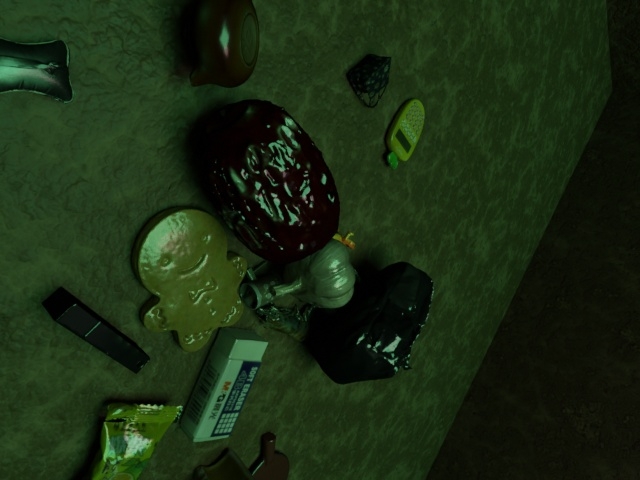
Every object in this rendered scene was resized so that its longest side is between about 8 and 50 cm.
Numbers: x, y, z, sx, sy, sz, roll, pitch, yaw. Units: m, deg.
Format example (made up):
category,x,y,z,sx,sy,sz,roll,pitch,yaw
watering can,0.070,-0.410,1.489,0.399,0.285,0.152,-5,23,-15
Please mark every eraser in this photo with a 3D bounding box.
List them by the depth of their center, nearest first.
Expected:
category,x,y,z,sx,sy,sz,roll,pitch,yaw
eraser,-0.247,0.370,1.156,0.124,0.081,0.278,22,91,-50

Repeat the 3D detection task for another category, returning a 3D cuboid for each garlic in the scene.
category,x,y,z,sx,sy,sz,roll,pitch,yaw
garlic,-0.035,0.096,1.122,0.212,0.219,0.218,-29,127,-32

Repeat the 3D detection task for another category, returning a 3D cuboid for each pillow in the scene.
category,x,y,z,sx,sy,sz,roll,pitch,yaw
pillow,-0.445,-0.259,0.671,0.136,0.055,0.091,-12,135,-42

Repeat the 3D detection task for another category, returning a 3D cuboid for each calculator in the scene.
category,x,y,z,sx,sy,sz,roll,pitch,yaw
calculator,0.266,-0.337,1.418,0.146,0.032,0.234,37,78,-49

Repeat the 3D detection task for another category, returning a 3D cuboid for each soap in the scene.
category,x,y,z,sx,sy,sz,roll,pitch,yaw
soap,-0.205,0.792,1.197,0.156,0.335,0.293,-22,119,-31

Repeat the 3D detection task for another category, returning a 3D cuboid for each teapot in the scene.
category,x,y,z,sx,sy,sz,roll,pitch,yaw
teapot,-0.189,-0.401,0.837,0.178,0.135,0.252,80,19,-78

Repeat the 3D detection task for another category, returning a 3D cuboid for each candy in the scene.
category,x,y,z,sx,sy,sz,roll,pitch,yaw
candy,-0.448,0.501,1.000,0.187,0.081,0.297,26,88,-48

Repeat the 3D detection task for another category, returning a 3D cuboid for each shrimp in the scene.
category,x,y,z,sx,sy,sz,roll,pitch,yaw
shrimp,-0.077,0.193,1.285,0.296,0.058,0.169,36,72,-52

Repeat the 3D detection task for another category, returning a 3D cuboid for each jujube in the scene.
category,x,y,z,sx,sy,sz,roll,pitch,yaw
jujube,-0.101,-0.110,0.963,0.258,0.258,0.376,-49,141,-20

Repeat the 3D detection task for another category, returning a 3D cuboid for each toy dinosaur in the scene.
category,x,y,z,sx,sy,sz,roll,pitch,yaw
toy dinosaur,0.000,0.000,1.265,0.288,0.070,0.117,19,94,-45

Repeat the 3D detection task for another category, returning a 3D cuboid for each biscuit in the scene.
category,x,y,z,sx,sy,sz,roll,pitch,yaw
biscuit,-0.284,0.089,1.009,0.275,0.052,0.354,-32,130,-34

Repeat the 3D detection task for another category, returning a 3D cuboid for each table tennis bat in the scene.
category,x,y,z,sx,sy,sz,roll,pitch,yaw
table tennis bat,-0.176,0.757,1.448,0.200,0.038,0.310,-13,117,-44

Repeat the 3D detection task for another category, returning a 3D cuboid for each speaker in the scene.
category,x,y,z,sx,sy,sz,roll,pitch,yaw
speaker,-0.429,0.180,0.870,0.044,0.082,0.218,-49,136,-20

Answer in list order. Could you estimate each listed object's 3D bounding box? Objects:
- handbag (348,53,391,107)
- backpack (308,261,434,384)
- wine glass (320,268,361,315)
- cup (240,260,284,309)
category,x,y,z,sx,sy,sz,roll,pitch,yaw
handbag,0.139,-0.423,1.224,0.115,0.072,0.139,-49,150,-22
backpack,0.185,0.247,1.396,0.255,0.363,0.445,48,55,-9
wine glass,0.058,0.154,1.375,0.155,0.072,0.072,-46,137,-39
cup,-0.154,0.118,1.161,0.099,0.102,0.074,-19,159,-43
